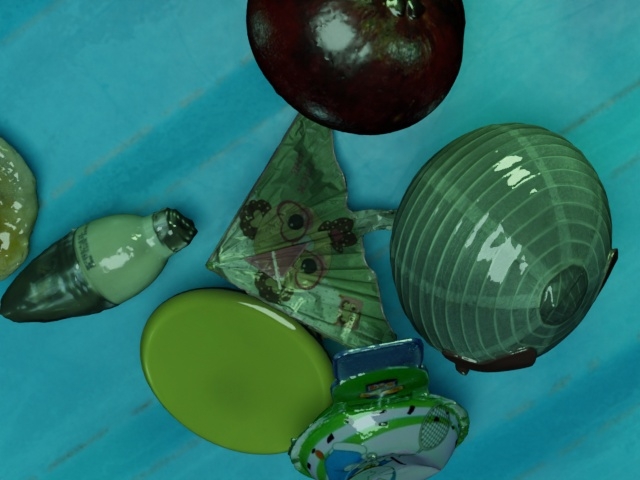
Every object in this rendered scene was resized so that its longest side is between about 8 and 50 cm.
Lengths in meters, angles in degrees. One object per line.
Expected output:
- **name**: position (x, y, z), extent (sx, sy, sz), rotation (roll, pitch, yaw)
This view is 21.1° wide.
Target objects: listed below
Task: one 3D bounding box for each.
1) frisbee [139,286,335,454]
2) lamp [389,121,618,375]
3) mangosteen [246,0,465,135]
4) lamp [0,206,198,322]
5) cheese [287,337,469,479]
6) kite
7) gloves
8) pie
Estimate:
- **frisbee**: position (-0.094, 0.151, 1.926), extent (0.236, 0.017, 0.236), rotation (10, 127, 13)
- **lamp**: position (0.189, 0.012, 1.790), extent (0.233, 0.233, 0.265), rotation (38, 98, -3)
- **mangosteen**: position (0.025, -0.213, 1.788), extent (0.235, 0.235, 0.261), rotation (48, 148, -6)
- **lamp**: position (-0.252, 0.032, 1.923), extent (0.250, 0.101, 0.101), rotation (-27, 99, 18)
- **cheese**: position (0.063, 0.196, 1.852), extent (0.204, 0.083, 0.320), rotation (-10, 147, -4)
- **kite**: position (0.000, 0.000, 1.855), extent (0.267, 0.013, 0.323), rotation (-15, 82, -21)
- **gloves**: position (-0.042, 0.042, 1.898), extent (0.110, 0.094, 0.144), rotation (-12, 122, 19)
- **pie**: position (-0.412, -0.031, 1.949), extent (0.218, 0.052, 0.185), rotation (-39, 101, 16)
